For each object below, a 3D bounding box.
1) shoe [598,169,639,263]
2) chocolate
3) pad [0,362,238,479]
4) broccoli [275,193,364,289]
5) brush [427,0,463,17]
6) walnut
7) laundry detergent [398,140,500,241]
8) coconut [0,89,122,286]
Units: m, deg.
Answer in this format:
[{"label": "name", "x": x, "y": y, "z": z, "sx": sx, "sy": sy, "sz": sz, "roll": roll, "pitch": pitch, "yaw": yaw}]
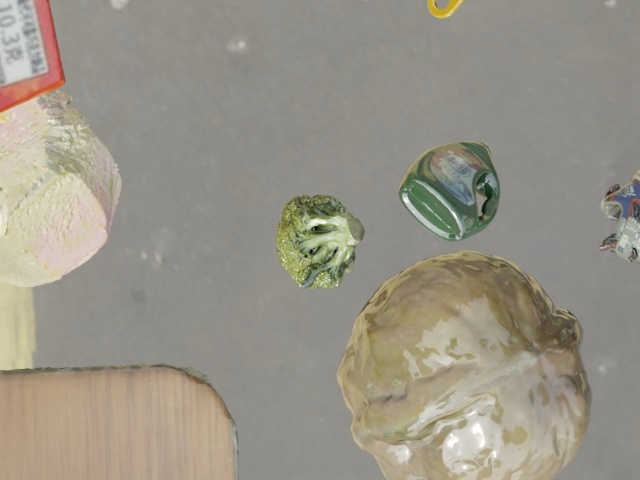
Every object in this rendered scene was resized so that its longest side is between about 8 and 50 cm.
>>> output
[{"label": "shoe", "x": 0.484, "y": -0.002, "z": 2.067, "sx": 0.126, "sy": 0.227, "sz": 0.099, "roll": -14, "pitch": 152, "yaw": -1}, {"label": "chocolate", "x": -0.320, "y": -0.269, "z": 1.304, "sx": 0.108, "sy": 0.234, "sz": 0.237, "roll": -11, "pitch": 126, "yaw": -11}, {"label": "pad", "x": -0.166, "y": 0.191, "z": 0.505, "sx": 0.284, "sy": 0.018, "sz": 0.286, "roll": -1, "pitch": 81, "yaw": -13}, {"label": "broccoli", "x": 0.000, "y": 0.000, "z": 1.794, "sx": 0.131, "sy": 0.120, "sz": 0.130, "roll": 3, "pitch": 71, "yaw": -54}, {"label": "brush", "x": 0.213, "y": -0.353, "z": 1.542, "sx": 0.272, "sy": 0.103, "sz": 0.013, "roll": -47, "pitch": 153, "yaw": 26}, {"label": "walnut", "x": 0.142, "y": 0.133, "z": 1.325, "sx": 0.248, "sy": 0.248, "sz": 0.248, "roll": -6, "pitch": 111, "yaw": -17}, {"label": "laundry detergent", "x": 0.201, "y": -0.082, "z": 1.954, "sx": 0.137, "sy": 0.211, "sz": 0.063, "roll": 42, "pitch": 129, "yaw": 5}, {"label": "coconut", "x": -0.363, "y": -0.069, "z": 1.712, "sx": 0.233, "sy": 0.233, "sz": 0.245, "roll": -36, "pitch": 157, "yaw": -4}]
